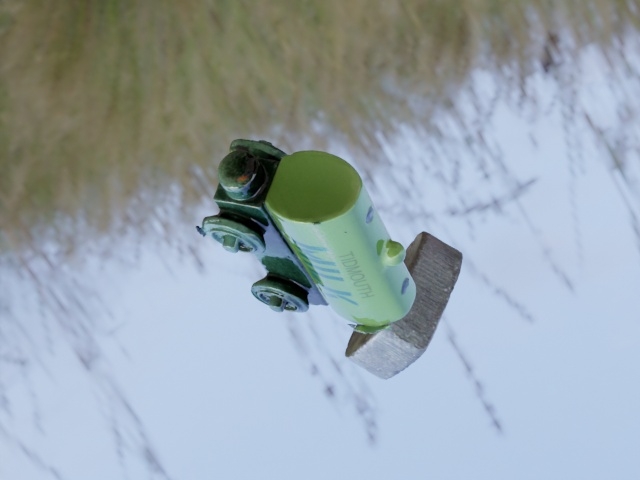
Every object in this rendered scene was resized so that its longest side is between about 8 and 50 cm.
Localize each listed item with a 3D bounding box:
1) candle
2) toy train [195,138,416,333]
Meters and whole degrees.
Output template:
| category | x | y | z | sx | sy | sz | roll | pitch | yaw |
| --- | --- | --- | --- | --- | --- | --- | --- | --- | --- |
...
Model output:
| category | x | y | z | sx | sy | sz | roll | pitch | yaw |
| --- | --- | --- | --- | --- | --- | --- | --- | --- | --- |
| candle | 0.101 | 0.090 | 2.063 | 0.192 | 0.068 | 0.168 | -58 | -172 | 16 |
| toy train | 0.000 | 0.000 | 1.500 | 0.157 | 0.253 | 0.105 | 12 | -113 | 22 |
